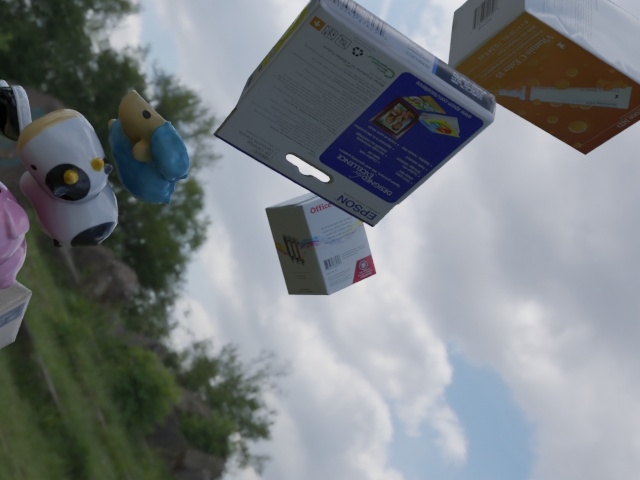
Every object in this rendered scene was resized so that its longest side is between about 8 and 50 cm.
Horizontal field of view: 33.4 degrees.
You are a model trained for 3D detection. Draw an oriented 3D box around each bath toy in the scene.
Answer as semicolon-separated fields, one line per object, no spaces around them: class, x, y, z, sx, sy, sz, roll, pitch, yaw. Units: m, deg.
bath toy;-0.292;-0.013;0.986;0.129;0.348;0.151;34;-31;46

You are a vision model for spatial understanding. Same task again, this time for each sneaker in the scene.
sneaker;-0.473;-0.172;1.460;0.217;0.121;0.079;26;-58;60

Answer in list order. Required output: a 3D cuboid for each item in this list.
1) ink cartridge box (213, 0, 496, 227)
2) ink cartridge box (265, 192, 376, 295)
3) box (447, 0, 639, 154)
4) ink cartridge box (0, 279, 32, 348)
ink cartridge box;0.046;-0.186;1.573;0.307;0.304;0.072;-41;-154;46
ink cartridge box;0.000;0.000;1.978;0.127;0.128;0.176;-2;-74;53
box;0.437;-0.339;1.961;0.215;0.345;0.168;-37;-145;48
ink cartridge box;-0.491;0.059;1.239;0.235;0.193;0.088;33;-62;9
